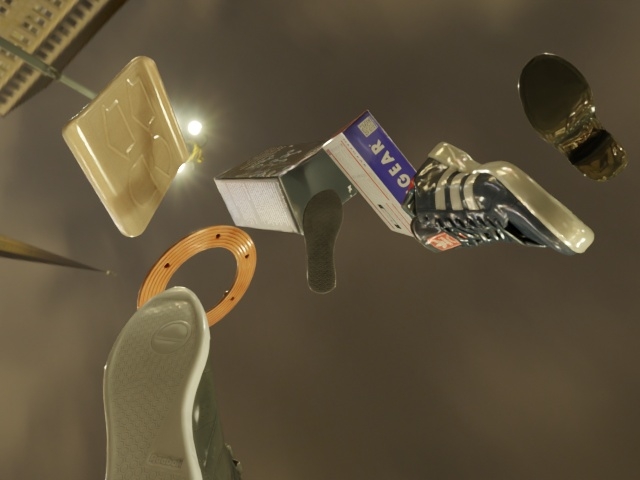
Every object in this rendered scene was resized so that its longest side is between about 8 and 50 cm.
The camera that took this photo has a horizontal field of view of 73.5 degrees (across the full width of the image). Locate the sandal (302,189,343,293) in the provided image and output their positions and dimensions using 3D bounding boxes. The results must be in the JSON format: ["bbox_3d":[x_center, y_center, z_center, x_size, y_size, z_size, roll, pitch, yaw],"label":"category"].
[{"bbox_3d":[-0.001,0.000,1.057,0.097,0.054,0.255,5,-85,-6],"label":"sandal"}]

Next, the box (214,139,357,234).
[{"bbox_3d":[-0.128,-0.193,1.522,0.395,0.212,0.293,7,-143,46],"label":"box"}]

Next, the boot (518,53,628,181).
[{"bbox_3d":[0.407,-0.226,0.750,0.091,0.263,0.229,-36,-158,27],"label":"boot"}]

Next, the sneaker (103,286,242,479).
[{"bbox_3d":[-0.144,0.194,0.449,0.104,0.147,0.296,-17,-135,-4],"label":"sneaker"}]

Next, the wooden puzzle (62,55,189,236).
[{"bbox_3d":[-0.473,-0.236,1.072,0.080,0.322,0.348,3,-134,13],"label":"wooden puzzle"}]

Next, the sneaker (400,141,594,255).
[{"bbox_3d":[0.214,-0.030,0.604,0.148,0.131,0.350,-52,-163,11],"label":"sneaker"}]

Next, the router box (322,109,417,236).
[{"bbox_3d":[0.161,-0.159,1.127,0.082,0.335,0.301,-41,-169,-2],"label":"router box"}]

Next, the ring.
[{"bbox_3d":[-0.305,0.105,1.088,0.032,0.336,0.337,34,-86,30],"label":"ring"}]
